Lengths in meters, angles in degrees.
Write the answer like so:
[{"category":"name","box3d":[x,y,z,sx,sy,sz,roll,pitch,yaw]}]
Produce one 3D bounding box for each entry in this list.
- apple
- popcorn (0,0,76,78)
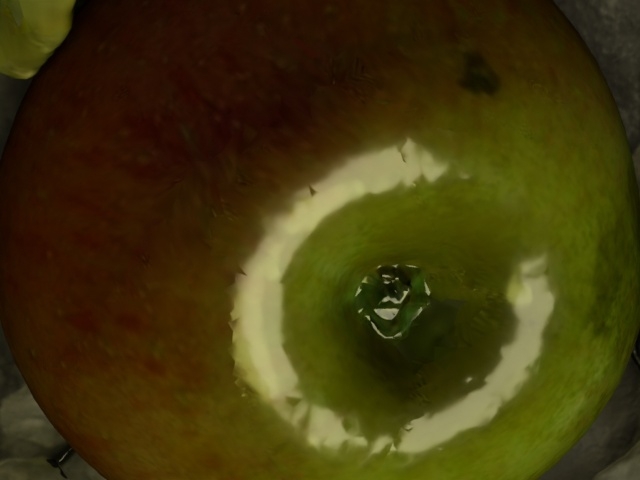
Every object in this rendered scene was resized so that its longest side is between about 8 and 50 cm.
[{"category":"apple","box3d":[0.000,0.000,0.612,0.340,0.339,0.339,-5,114,-12]},{"category":"popcorn","box3d":[-0.250,-0.169,0.512,0.282,0.247,0.282,-13,115,-29]}]
